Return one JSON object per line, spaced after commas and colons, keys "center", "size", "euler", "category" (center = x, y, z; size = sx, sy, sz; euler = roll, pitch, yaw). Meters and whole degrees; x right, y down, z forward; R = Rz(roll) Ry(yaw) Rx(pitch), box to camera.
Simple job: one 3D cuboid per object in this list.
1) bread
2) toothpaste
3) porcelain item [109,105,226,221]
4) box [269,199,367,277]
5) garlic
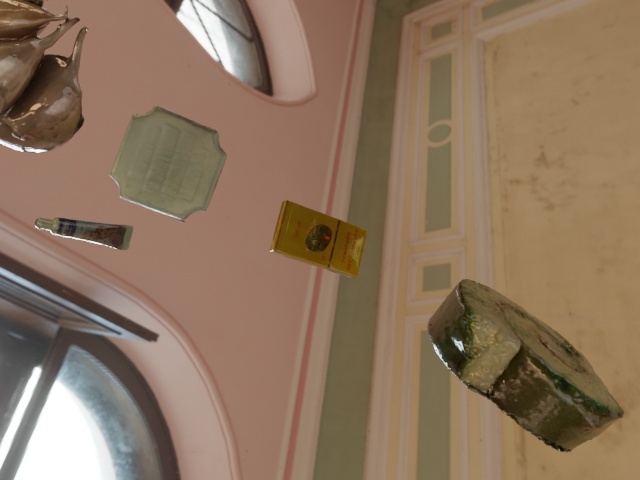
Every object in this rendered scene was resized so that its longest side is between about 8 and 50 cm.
{"center": [0.391, 0.230, 1.003], "size": [0.129, 0.382, 0.366], "euler": [-57, -139, 19], "category": "bread"}
{"center": [-0.531, -0.022, 1.155], "size": [0.037, 0.216, 0.061], "euler": [17, -88, 42], "category": "toothpaste"}
{"center": [-0.429, -0.215, 1.458], "size": [0.157, 0.282, 0.285], "euler": [-156, -94, -76], "category": "porcelain item"}
{"center": [0.000, 0.000, 0.824], "size": [0.023, 0.155, 0.086], "euler": [-9, -116, 64], "category": "box"}
{"center": [-0.505, -0.280, 0.847], "size": [0.292, 0.210, 0.237], "euler": [3, -105, 30], "category": "garlic"}
